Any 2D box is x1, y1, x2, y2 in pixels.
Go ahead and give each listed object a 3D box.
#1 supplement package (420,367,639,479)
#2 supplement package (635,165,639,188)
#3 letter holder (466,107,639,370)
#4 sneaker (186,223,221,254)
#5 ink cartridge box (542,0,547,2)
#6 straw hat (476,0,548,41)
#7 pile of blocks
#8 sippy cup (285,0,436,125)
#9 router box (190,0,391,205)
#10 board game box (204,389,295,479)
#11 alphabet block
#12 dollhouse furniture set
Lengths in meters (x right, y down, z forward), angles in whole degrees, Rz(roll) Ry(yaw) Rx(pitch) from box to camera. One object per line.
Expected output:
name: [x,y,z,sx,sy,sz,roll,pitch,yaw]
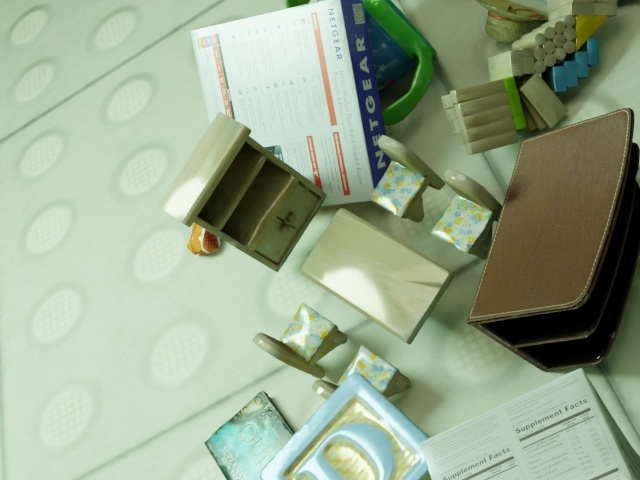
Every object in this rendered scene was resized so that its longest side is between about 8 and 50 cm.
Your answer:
supplement package: [0.270,0.299,1.187,0.204,0.262,0.145,-28,47,13]
supplement package: [0.589,-0.086,1.325,0.293,0.175,0.177,10,63,37]
letter holder: [0.357,-0.001,1.381,0.214,0.152,0.301,-19,44,54]
sneaker: [-0.203,-0.054,1.902,0.067,0.064,0.175,-8,51,41]
ink cartridge box: [0.340,-0.562,1.751,0.131,0.306,0.226,-46,45,-5]
straw hat: [0.321,-0.375,1.789,0.144,0.145,0.061,41,125,44]
pile of blocks: [0.343,-0.269,1.687,0.362,0.149,0.113,-41,11,-10]
sippy cup: [0.050,-0.341,1.851,0.224,0.240,0.305,-43,25,13]
router box: [-0.048,-0.221,1.763,0.301,0.335,0.082,-4,11,30]
board game box: [-0.088,0.328,1.565,0.126,0.026,0.186,-43,45,-1]
alphabet block: [0.076,0.326,1.341,0.193,0.197,0.192,-45,46,-4]
dollhouse furniture set: [0.000,0.000,1.520,0.394,0.256,0.362,32,89,36]
